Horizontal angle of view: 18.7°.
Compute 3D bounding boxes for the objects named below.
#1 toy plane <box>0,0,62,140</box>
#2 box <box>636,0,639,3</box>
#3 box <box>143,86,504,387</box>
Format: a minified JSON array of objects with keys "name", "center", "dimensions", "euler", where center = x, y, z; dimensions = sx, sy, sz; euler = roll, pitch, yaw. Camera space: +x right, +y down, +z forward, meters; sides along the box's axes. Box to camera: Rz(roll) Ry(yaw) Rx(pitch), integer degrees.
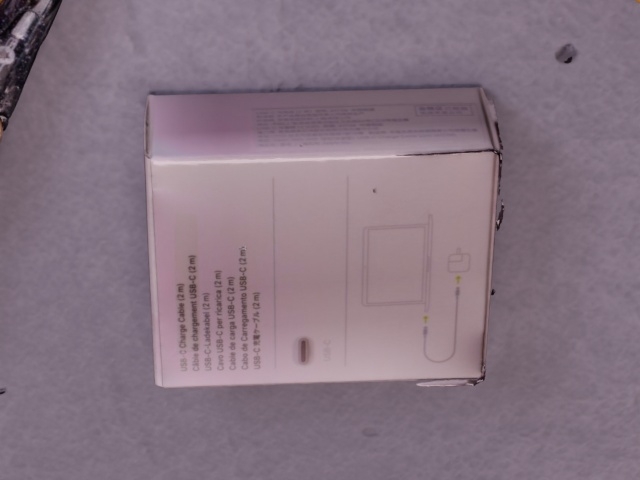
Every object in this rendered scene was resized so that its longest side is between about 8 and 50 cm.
[{"name":"toy plane","center":[-0.273,-0.068,1.357],"dimensions":[0.204,0.103,0.316],"euler":[0,131,-2]},{"name":"box","center":[0.292,-0.170,1.272],"dimensions":[0.274,0.174,0.076],"euler":[28,119,-21]},{"name":"box","center":[0.000,0.000,1.409],"dimensions":[0.252,0.106,0.203],"euler":[-2,125,-3]}]
